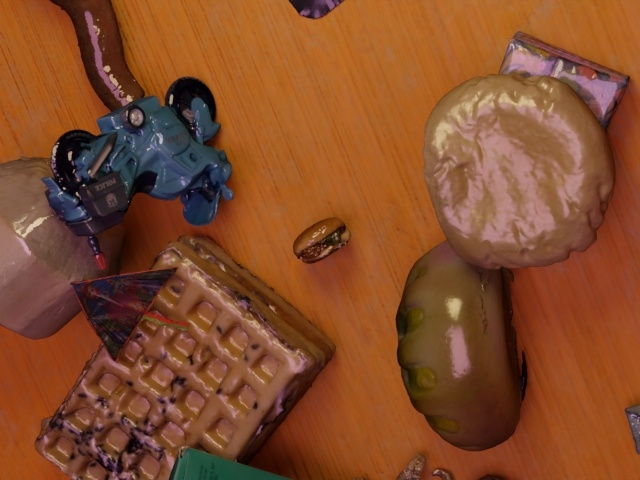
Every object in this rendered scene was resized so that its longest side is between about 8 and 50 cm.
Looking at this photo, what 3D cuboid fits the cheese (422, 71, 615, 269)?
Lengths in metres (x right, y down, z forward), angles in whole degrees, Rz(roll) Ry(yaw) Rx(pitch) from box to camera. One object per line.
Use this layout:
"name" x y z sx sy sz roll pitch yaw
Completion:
"cheese" 0.227 -0.081 1.689 0.214 0.117 0.226 -8 104 18

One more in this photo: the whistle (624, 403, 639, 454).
"whistle" 0.513 0.182 1.743 0.312 0.062 0.062 -21 96 21

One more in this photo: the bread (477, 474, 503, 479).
"bread" 0.236 0.345 1.869 0.066 0.060 0.110 -38 89 -10

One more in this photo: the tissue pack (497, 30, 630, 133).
"tissue pack" 0.275 -0.167 1.736 0.148 0.060 0.109 24 110 12

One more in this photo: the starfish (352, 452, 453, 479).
"starfish" 0.089 0.371 1.924 0.209 0.053 0.150 -40 84 23

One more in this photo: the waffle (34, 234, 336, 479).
"waffle" -0.189 0.203 1.939 0.261 0.114 0.376 40 111 5

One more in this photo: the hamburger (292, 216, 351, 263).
"hamburger" 0.000 0.000 1.845 0.076 0.083 0.044 -37 96 -13

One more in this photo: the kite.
"kite" -0.237 0.083 1.837 0.159 0.010 0.190 27 127 -16

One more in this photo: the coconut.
"coconut" -0.379 0.013 1.902 0.241 0.241 0.241 4 104 17

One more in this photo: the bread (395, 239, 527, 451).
"bread" 0.157 0.128 1.785 0.158 0.156 0.261 -6 84 19

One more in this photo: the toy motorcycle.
"toy motorcycle" -0.214 -0.082 1.822 0.123 0.272 0.182 -4 110 50

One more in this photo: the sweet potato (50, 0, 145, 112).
"sweet potato" -0.325 -0.337 1.866 0.109 0.109 0.385 -25 106 21

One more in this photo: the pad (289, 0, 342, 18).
"pad" -0.028 -0.419 1.803 0.181 0.004 0.267 -37 89 22

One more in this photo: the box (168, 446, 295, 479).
"box" -0.052 0.394 1.812 0.311 0.205 0.118 18 115 -8
